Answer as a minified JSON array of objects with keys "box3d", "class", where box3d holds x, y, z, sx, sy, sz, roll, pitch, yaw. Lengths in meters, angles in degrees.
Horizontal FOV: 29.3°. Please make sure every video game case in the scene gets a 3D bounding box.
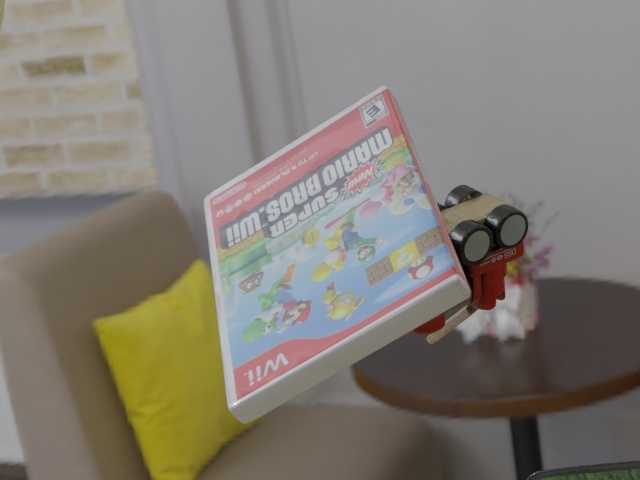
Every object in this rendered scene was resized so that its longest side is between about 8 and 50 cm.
[{"box3d":[0.000,0.000,1.010,0.204,0.025,0.285,-31,36,13],"class":"video game case"}]

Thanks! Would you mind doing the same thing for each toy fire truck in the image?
[{"box3d":[0.165,0.069,1.682,0.217,0.246,0.158,-23,30,-26],"class":"toy fire truck"}]

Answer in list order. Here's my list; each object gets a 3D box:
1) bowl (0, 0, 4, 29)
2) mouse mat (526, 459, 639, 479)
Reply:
[{"box3d":[-0.284,-0.180,0.697,0.289,0.289,0.156,-2,26,25],"class":"bowl"},{"box3d":[0.205,0.224,0.724,0.153,0.189,0.007,-14,-3,34],"class":"mouse mat"}]
